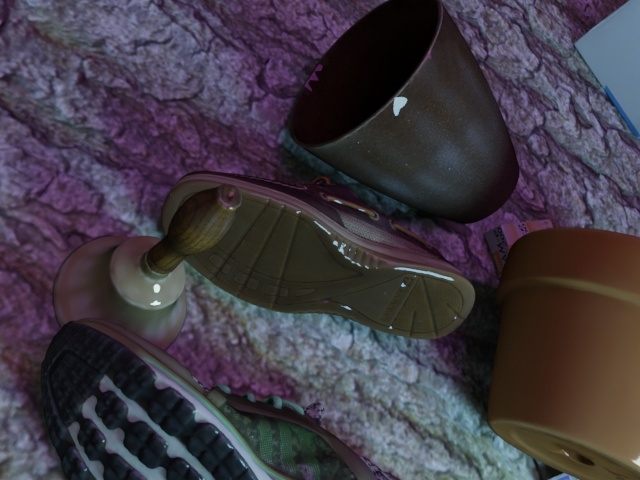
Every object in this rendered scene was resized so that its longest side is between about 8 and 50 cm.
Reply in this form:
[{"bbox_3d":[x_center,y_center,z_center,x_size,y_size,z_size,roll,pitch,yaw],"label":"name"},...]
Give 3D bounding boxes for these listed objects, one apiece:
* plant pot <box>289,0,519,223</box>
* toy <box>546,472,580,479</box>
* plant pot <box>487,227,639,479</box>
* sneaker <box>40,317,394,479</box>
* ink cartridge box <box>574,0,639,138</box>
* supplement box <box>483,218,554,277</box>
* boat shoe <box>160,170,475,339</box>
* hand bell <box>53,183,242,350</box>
[{"bbox_3d":[0.120,-0.124,0.888,0.230,0.215,0.215,39,52,-30],"label":"plant pot"},{"bbox_3d":[0.377,0.323,0.919,0.237,0.056,0.136,-6,73,-34],"label":"toy"},{"bbox_3d":[0.309,0.145,0.837,0.291,0.291,0.203,33,71,-16],"label":"plant pot"},{"bbox_3d":[-0.057,0.197,0.682,0.410,0.158,0.182,40,22,-9],"label":"sneaker"},{"bbox_3d":[0.609,-0.333,1.279,0.270,0.197,0.198,-29,86,-38],"label":"ink cartridge box"},{"bbox_3d":[0.268,0.009,1.006,0.098,0.036,0.062,-7,72,-34],"label":"supplement box"},{"bbox_3d":[0.000,0.000,0.808,0.342,0.123,0.123,17,30,-19],"label":"boat shoe"},{"bbox_3d":[-0.126,0.012,0.624,0.126,0.242,0.126,13,63,-27],"label":"hand bell"}]
